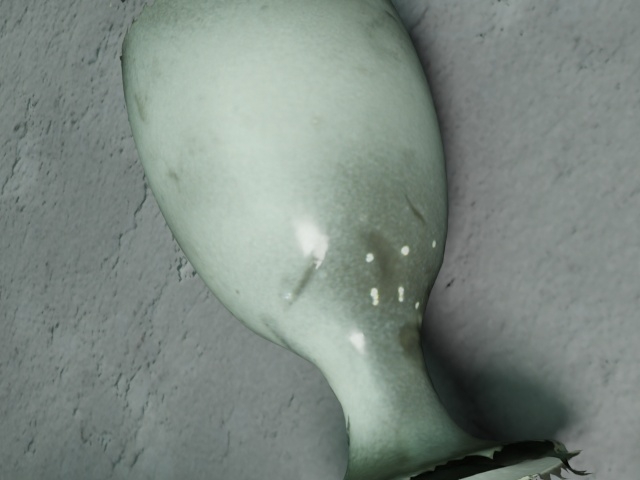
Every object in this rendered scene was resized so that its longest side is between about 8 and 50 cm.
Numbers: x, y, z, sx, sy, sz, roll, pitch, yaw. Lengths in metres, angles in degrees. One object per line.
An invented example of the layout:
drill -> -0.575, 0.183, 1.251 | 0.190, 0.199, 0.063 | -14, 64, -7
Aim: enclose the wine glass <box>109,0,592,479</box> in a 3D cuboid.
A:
wine glass -> 0.005, 0.000, 0.580 | 0.190, 0.190, 0.356 | -35, 66, 31
